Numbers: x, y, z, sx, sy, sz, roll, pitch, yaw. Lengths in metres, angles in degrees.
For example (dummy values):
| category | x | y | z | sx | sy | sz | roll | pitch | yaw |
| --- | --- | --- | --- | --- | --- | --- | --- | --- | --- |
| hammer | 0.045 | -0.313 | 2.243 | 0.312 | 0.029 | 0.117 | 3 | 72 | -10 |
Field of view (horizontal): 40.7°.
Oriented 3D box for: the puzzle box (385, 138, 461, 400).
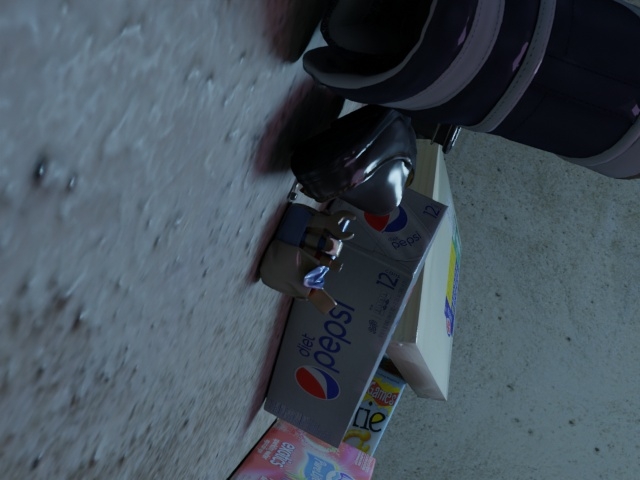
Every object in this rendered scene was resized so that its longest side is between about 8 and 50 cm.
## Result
| category | x | y | z | sx | sy | sz | roll | pitch | yaw |
| --- | --- | --- | --- | --- | --- | --- | --- | --- | --- |
| puzzle box | 0.153 | 0.064 | 1.241 | 0.409 | 0.052 | 0.272 | 58 | 38 | -66 |

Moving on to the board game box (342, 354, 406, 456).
| category | x | y | z | sx | sy | sz | roll | pitch | yaw |
| --- | --- | --- | --- | --- | --- | --- | --- | --- | --- |
| board game box | 0.022 | 0.306 | 1.377 | 0.275 | 0.142 | 0.144 | -66 | 172 | 4 |

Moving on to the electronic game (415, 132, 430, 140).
| category | x | y | z | sx | sy | sz | roll | pitch | yaw |
| --- | --- | --- | --- | --- | --- | --- | --- | --- | --- |
| electronic game | 0.182 | -0.188 | 1.289 | 0.229 | 0.048 | 0.229 | 24 | 90 | -83 |

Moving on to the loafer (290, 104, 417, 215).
| category | x | y | z | sx | sy | sz | roll | pitch | yaw |
| --- | --- | --- | --- | --- | --- | --- | --- | --- | --- |
| loafer | 0.031 | -0.044 | 0.499 | 0.062 | 0.061 | 0.170 | -21 | -170 | 22 |

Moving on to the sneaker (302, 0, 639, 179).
| category | x | y | z | sx | sy | sz | roll | pitch | yaw |
| --- | --- | --- | --- | --- | --- | --- | --- | --- | --- |
| sneaker | 0.057 | -0.120 | 0.459 | 0.282 | 0.153 | 0.099 | -127 | -126 | -63 |

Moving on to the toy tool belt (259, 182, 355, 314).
| category | x | y | z | sx | sy | sz | roll | pitch | yaw |
| --- | --- | --- | --- | --- | --- | --- | --- | --- | --- |
| toy tool belt | 0.000 | 0.000 | 0.539 | 0.052 | 0.051 | 0.083 | 5 | 109 | -83 |

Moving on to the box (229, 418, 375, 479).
| category | x | y | z | sx | sy | sz | roll | pitch | yaw |
| --- | --- | --- | --- | --- | --- | --- | --- | --- | --- |
| box | -0.038 | 0.328 | 0.995 | 0.300 | 0.142 | 0.154 | -11 | 125 | -82 |

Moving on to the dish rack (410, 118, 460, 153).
| category | x | y | z | sx | sy | sz | roll | pitch | yaw |
| --- | --- | --- | --- | --- | --- | --- | --- | --- | --- |
| dish rack | 0.135 | -0.205 | 0.766 | 0.271 | 0.074 | 0.208 | -49 | 163 | -68 |

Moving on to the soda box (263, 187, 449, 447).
| category | x | y | z | sx | sy | sz | roll | pitch | yaw |
| --- | --- | --- | --- | --- | --- | --- | --- | --- | --- |
| soda box | 0.025 | 0.072 | 0.807 | 0.098 | 0.091 | 0.286 | -58 | 169 | -41 |
